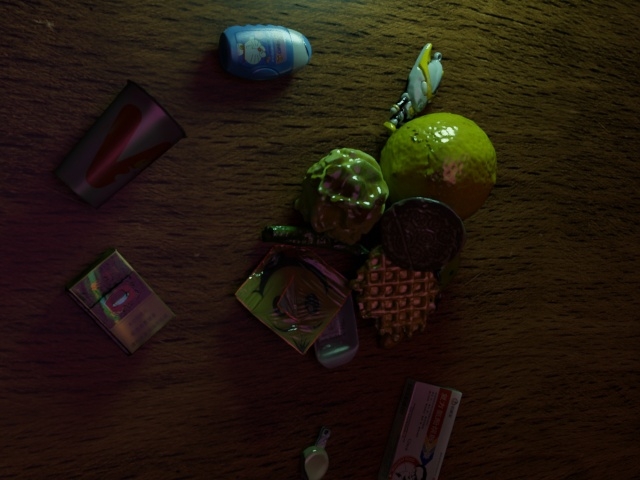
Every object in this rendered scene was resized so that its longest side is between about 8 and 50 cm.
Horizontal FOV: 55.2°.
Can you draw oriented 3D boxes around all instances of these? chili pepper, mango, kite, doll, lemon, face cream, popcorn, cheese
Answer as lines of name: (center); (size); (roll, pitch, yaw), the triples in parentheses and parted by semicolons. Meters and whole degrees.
chili pepper: (0.000, 0.000, 1.825); (0.359, 0.085, 0.076); (9, 63, -26)
mango: (0.234, 0.306, 1.990); (0.114, 0.057, 0.079); (-52, 122, -11)
kite: (-0.066, 0.169, 1.782); (0.377, 0.013, 0.328); (1, 72, -24)
doll: (0.302, -0.467, 1.940); (0.145, 0.103, 0.316); (37, 83, -29)
lemon: (0.362, -0.211, 1.857); (0.387, 0.349, 0.350); (-14, 101, -36)
face cream: (-0.146, -0.524, 1.706); (0.264, 0.083, 0.149); (-11, 102, -27)
mango: (0.332, 0.110, 1.981); (0.293, 0.143, 0.175); (-42, 122, -8)
popcorn: (0.067, -0.123, 1.766); (0.293, 0.237, 0.293); (-1, 93, -27)
cheese: (-0.017, 0.662, 1.891); (0.092, 0.047, 0.171); (4, 92, -31)

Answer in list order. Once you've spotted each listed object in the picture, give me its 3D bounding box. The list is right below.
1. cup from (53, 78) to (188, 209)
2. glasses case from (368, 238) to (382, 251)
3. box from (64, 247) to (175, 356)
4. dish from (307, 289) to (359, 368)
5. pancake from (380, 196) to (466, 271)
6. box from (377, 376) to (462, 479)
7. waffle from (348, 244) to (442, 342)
cup: (-0.495, -0.223, 1.500); (0.288, 0.203, 0.203); (-47, 113, -9)
glasses case: (0.257, 0.000, 1.981); (0.218, 0.049, 0.075); (-31, 107, -23)
box: (-0.512, 0.158, 1.574); (0.159, 0.071, 0.240); (-43, 112, -15)
dish: (0.031, 0.272, 1.875); (0.154, 0.064, 0.234); (-14, 99, -26)
pancake: (0.293, -0.013, 1.755); (0.250, 0.031, 0.250); (4, 120, 7)
box: (0.337, 0.658, 2.071); (0.214, 0.069, 0.353); (20, 86, -28)
waffle: (0.249, 0.147, 1.869); (0.307, 0.060, 0.312); (-36, 108, -4)
